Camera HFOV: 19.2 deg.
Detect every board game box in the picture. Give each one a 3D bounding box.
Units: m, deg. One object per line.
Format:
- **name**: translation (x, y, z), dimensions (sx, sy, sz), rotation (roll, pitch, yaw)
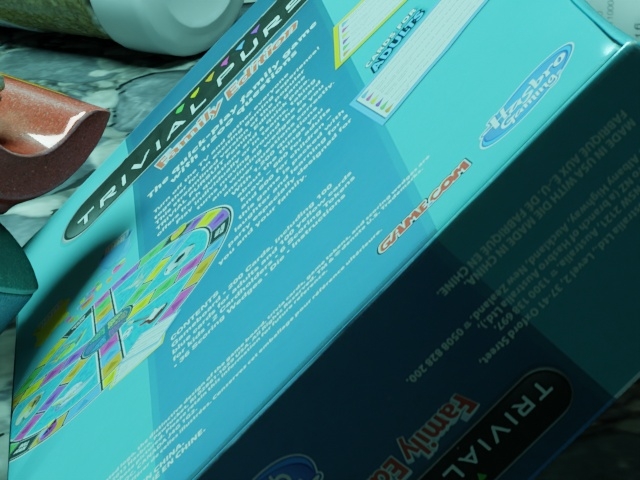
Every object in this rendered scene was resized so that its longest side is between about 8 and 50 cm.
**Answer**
- **board game box**: translation (0.000, 0.000, 0.674), dimensions (0.254, 0.079, 0.336), rotation (-45, 20, 11)

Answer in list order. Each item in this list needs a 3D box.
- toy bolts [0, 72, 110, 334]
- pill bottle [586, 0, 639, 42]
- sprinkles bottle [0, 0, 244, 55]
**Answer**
- **toy bolts**: translation (-0.184, -0.002, 0.779), dimensions (0.228, 0.158, 0.218), rotation (20, 3, 43)
- **pill bottle**: translation (0.140, -0.146, 1.118), dimensions (0.229, 0.131, 0.131), rotation (9, 26, 33)
- **sprinkles bottle**: translation (-0.219, -0.212, 1.383), dimensions (0.355, 0.121, 0.121), rotation (12, 28, 37)
